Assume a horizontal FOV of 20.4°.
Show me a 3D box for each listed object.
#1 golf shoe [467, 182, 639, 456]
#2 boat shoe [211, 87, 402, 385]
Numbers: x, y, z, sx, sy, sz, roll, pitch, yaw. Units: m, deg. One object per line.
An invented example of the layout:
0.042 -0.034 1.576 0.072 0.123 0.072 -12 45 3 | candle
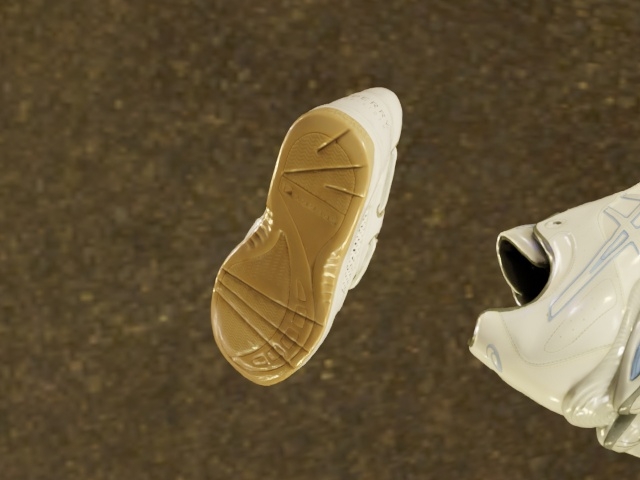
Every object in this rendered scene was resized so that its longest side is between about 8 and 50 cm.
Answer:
0.116 0.000 0.699 0.086 0.176 0.069 22 132 11 | golf shoe
0.000 0.000 1.343 0.098 0.096 0.277 39 133 12 | boat shoe
